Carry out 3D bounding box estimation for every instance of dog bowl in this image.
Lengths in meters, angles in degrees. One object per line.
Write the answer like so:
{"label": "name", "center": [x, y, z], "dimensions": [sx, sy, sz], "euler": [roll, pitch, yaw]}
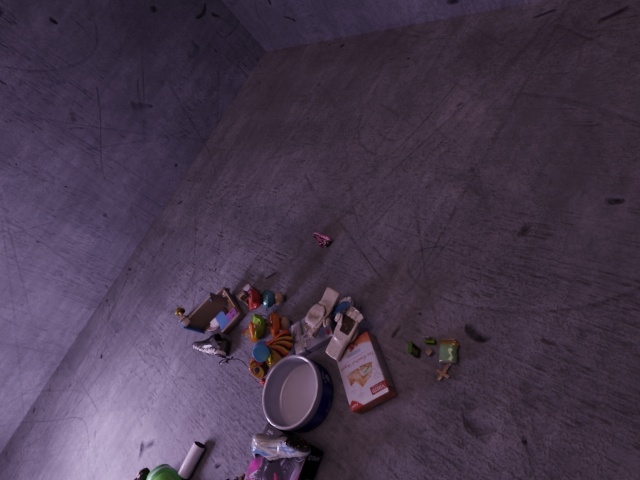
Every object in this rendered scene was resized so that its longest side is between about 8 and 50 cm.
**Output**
{"label": "dog bowl", "center": [-0.087, 0.572, 1.523], "dimensions": [0.265, 0.104, 0.265], "euler": [-22, 50, 29]}

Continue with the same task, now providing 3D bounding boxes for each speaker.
{"label": "speaker", "center": [-0.594, 1.038, 1.626], "dimensions": [0.296, 0.131, 0.131], "euler": [20, 76, 46]}
{"label": "speaker", "center": [-0.543, 0.924, 1.712], "dimensions": [0.055, 0.055, 0.136], "euler": [15, 73, 46]}

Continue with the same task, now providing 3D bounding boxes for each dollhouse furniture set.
{"label": "dollhouse furniture set", "center": [0.363, 0.349, 1.313], "dimensions": [0.151, 0.058, 0.076], "euler": [-13, 50, 39]}
{"label": "dollhouse furniture set", "center": [-0.502, 0.270, 1.921], "dimensions": [0.286, 0.303, 0.198], "euler": [-47, 54, 5]}

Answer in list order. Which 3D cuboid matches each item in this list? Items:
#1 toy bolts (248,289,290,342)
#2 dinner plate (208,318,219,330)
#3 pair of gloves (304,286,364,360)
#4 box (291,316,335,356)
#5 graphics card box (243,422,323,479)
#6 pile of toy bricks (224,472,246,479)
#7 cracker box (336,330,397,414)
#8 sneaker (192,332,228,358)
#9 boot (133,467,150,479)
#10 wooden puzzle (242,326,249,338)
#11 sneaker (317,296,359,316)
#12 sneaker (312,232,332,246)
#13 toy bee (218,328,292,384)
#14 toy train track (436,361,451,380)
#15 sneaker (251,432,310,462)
{"label": "toy bolts", "center": [-0.235, 0.338, 1.830], "dimensions": [0.218, 0.158, 0.228], "euler": [116, 148, -55]}
{"label": "dinner plate", "center": [-0.542, 0.400, 2.101], "dimensions": [0.141, 0.017, 0.141], "euler": [-23, 49, 28]}
{"label": "pair of gloves", "center": [0.041, 0.305, 1.528], "dimensions": [0.240, 0.042, 0.204], "euler": [36, 92, 45]}
{"label": "box", "center": [-0.029, 0.372, 1.660], "dimensions": [0.186, 0.038, 0.145], "euler": [-35, 45, 19]}
{"label": "graphics card box", "center": [-0.161, 0.860, 1.397], "dimensions": [0.232, 0.094, 0.371], "euler": [7, 65, 44]}
{"label": "pile of toy bricks", "center": [-0.354, 0.961, 1.502], "dimensions": [0.212, 0.118, 0.105], "euler": [-28, 79, 12]}
{"label": "cracker box", "center": [0.152, 0.460, 1.421], "dimensions": [0.155, 0.067, 0.232], "euler": [-36, 45, 17]}
{"label": "sneaker", "center": [-0.529, 0.503, 1.979], "dimensions": [0.234, 0.078, 0.106], "euler": [-1, 59, 36]}
{"label": "boot", "center": [-0.744, 1.078, 1.730], "dimensions": [0.106, 0.082, 0.219], "euler": [32, 118, 39]}
{"label": "wooden puzzle", "center": [-0.340, 0.432, 1.912], "dimensions": [0.083, 0.006, 0.049], "euler": [-30, 46, 22]}
{"label": "sneaker", "center": [0.070, 0.274, 1.608], "dimensions": [0.190, 0.083, 0.071], "euler": [-13, 62, 32]}
{"label": "sneaker", "center": [0.000, 0.000, 1.892], "dimensions": [0.119, 0.047, 0.057], "euler": [22, 89, 48]}
{"label": "toy bee", "center": [-0.231, 0.495, 1.671], "dimensions": [0.298, 0.195, 0.162], "euler": [-25, 90, 14]}
{"label": "toy train track", "center": [0.399, 0.408, 1.284], "dimensions": [0.083, 0.014, 0.048], "euler": [-52, 35, -10]}
{"label": "sneaker", "center": [-0.131, 0.703, 1.365], "dimensions": [0.237, 0.085, 0.086], "euler": [-10, 80, 31]}
